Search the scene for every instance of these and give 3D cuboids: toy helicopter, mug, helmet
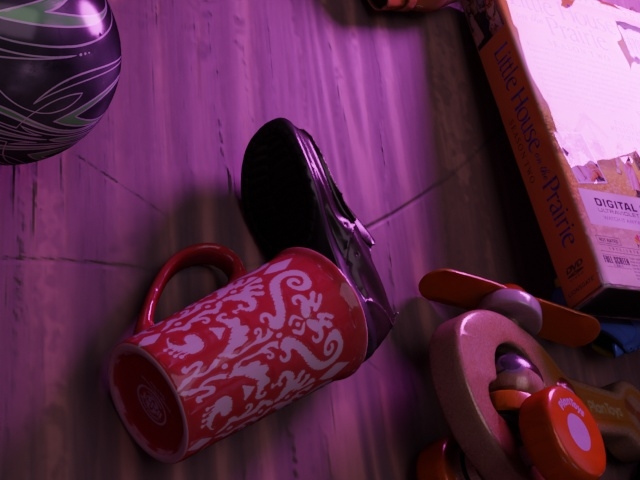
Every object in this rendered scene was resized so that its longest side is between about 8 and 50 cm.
[{"bbox_3d":[0.217,0.144,0.982,0.355,0.140,0.235,17,48,-46],"label":"toy helicopter"},{"bbox_3d":[-0.075,0.082,0.777,0.169,0.150,0.113,-26,122,-41],"label":"mug"},{"bbox_3d":[-0.220,-0.130,0.706,0.169,0.169,0.162,23,38,-30],"label":"helmet"}]

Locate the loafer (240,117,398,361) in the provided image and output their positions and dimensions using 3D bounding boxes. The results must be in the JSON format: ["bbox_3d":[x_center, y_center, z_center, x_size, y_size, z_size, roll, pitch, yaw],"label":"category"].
[{"bbox_3d":[0.000,0.000,0.892,0.078,0.080,0.220,-13,82,-53],"label":"loafer"}]

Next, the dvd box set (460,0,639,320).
[{"bbox_3d":[0.339,-0.104,1.167,0.307,0.062,0.421,7,56,-32],"label":"dvd box set"}]

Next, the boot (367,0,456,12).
[{"bbox_3d":[0.081,-0.341,1.139,0.152,0.073,0.197,-20,79,-40],"label":"boot"}]

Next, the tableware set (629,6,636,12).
[{"bbox_3d":[0.443,-0.232,1.411,0.128,0.039,0.194,38,41,-3],"label":"tableware set"}]

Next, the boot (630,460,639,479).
[{"bbox_3d":[0.419,0.345,1.011,0.260,0.131,0.348,36,59,-11],"label":"boot"}]

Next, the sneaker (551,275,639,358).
[{"bbox_3d":[0.327,0.093,1.123,0.209,0.069,0.082,14,70,-34],"label":"sneaker"}]
